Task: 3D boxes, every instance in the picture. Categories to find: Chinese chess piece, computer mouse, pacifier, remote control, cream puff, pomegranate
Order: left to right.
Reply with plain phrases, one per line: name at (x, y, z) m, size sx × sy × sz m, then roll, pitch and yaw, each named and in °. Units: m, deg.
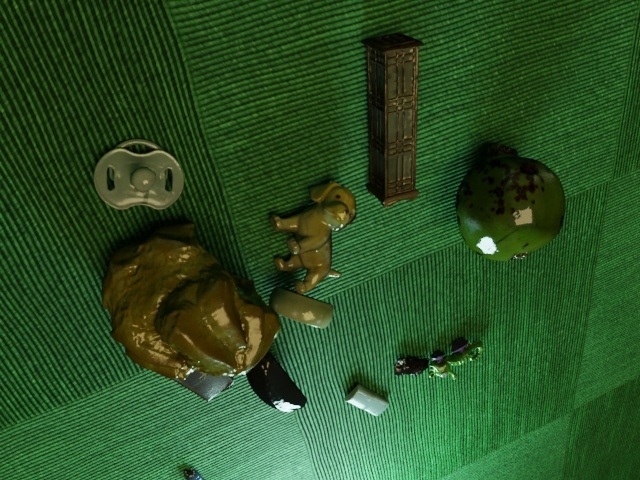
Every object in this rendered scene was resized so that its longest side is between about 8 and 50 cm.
pacifier at (-0.304, -0.112, 0.946) m, size 0.150 × 0.116 × 0.127 m, roll 6°, pitch 91°, yaw -25°
cream puff at (-0.252, 0.149, 1.038) m, size 0.274 × 0.270 × 0.323 m, roll -39°, pitch 127°, yaw 7°
computer mouse at (-0.123, 0.316, 1.282) m, size 0.086 × 0.137 × 0.270 m, roll -38°, pitch 130°, yaw -12°
Chinese chess piece at (-0.042, 0.143, 1.211) m, size 0.144 × 0.144 × 0.059 m, roll 21°, pitch 85°, yaw -34°
remote control at (0.133, 0.452, 1.559) m, size 0.061 × 0.029 × 0.162 m, roll -46°, pitch 128°, yaw 9°
pomegranate at (0.416, -0.088, 1.239) m, size 0.254 × 0.254 × 0.271 m, roll -7°, pitch 89°, yaw -22°

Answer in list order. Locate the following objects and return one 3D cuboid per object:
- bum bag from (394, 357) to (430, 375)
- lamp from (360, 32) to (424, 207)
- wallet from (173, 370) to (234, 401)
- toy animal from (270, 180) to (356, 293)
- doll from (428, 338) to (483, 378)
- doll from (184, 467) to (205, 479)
bum bag at (0.254, 0.351, 1.552) m, size 0.124 × 0.034 × 0.058 m, roll 11°, pitch 105°, yaw -31°
lamp at (0.142, -0.231, 1.100) m, size 0.090 × 0.089 × 0.326 m, roll -17°, pitch 125°, yaw -16°
wallet at (-0.281, 0.304, 1.270) m, size 0.095 × 0.026 × 0.176 m, roll -38°, pitch 128°, yaw 7°
toy animal at (-0.010, -0.005, 1.156) m, size 0.168 × 0.121 × 0.233 m, roll -12°, pitch 128°, yaw -32°
doll at (0.393, 0.343, 1.606) m, size 0.190 × 0.050 × 0.115 m, roll -27°, pitch 124°, yaw -11°
doll at (-0.321, 0.635, 1.458) m, size 0.037 × 0.027 × 0.125 m, roll -27°, pitch 124°, yaw -9°
